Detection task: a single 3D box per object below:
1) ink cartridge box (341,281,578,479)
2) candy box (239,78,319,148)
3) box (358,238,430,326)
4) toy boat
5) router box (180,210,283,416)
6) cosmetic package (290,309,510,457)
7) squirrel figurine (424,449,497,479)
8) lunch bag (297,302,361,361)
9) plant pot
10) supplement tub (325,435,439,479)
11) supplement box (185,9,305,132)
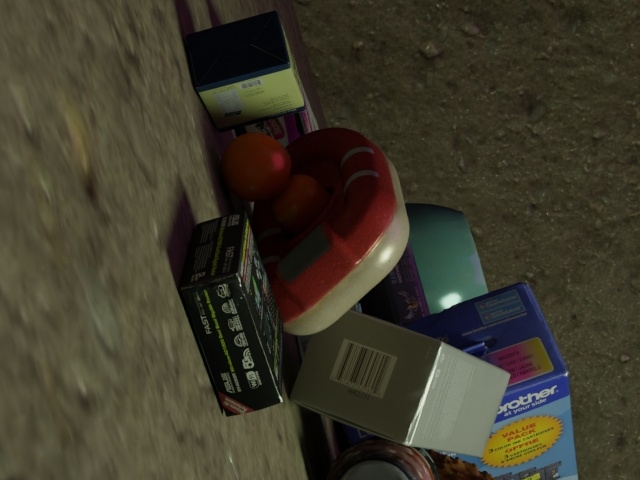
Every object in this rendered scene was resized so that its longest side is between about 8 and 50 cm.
[{"bbox_3d":[0.167,0.218,1.410,0.395,0.270,0.151,69,2,-49],"label":"ink cartridge box"},{"bbox_3d":[-0.040,-0.110,1.255,0.233,0.071,0.159,63,12,-66],"label":"candy box"},{"bbox_3d":[0.058,0.036,1.527,0.183,0.059,0.233,-40,-119,58],"label":"box"},{"bbox_3d":[-0.022,-0.035,0.977,0.151,0.151,0.231,42,16,-18],"label":"toy boat"},{"bbox_3d":[-0.055,0.044,0.737,0.122,0.038,0.092,-94,168,-70],"label":"router box"},{"bbox_3d":[0.084,0.138,1.080,0.238,0.127,0.107,34,74,-61],"label":"cosmetic package"},{"bbox_3d":[0.198,0.394,1.277,0.370,0.281,0.397,-112,-173,-69],"label":"squirrel figurine"},{"bbox_3d":[0.014,0.103,1.180,0.053,0.071,0.083,67,8,-52],"label":"lunch bag"},{"bbox_3d":[0.137,0.073,1.776,0.293,0.235,0.293,-15,90,-86],"label":"plant pot"},{"bbox_3d":[0.059,0.236,1.061,0.198,0.106,0.106,51,24,-79],"label":"supplement tub"},{"bbox_3d":[-0.064,-0.146,0.988,0.083,0.083,0.056,67,9,-66],"label":"supplement box"}]
